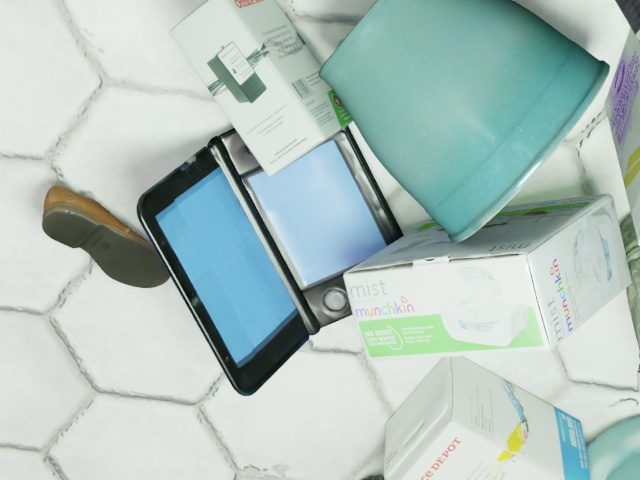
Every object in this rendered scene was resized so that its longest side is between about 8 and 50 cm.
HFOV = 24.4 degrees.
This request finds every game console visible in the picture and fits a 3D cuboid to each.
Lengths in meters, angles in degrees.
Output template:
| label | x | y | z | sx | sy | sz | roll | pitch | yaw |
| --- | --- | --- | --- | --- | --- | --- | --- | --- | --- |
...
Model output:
| label | x | y | z | sx | sy | sz | roll | pitch | yaw |
| --- | --- | --- | --- | --- | --- | --- | --- | --- | --- |
| game console | -0.044 | 0.003 | 1.846 | 0.250 | 0.173 | 0.293 | -24 | 107 | 13 |

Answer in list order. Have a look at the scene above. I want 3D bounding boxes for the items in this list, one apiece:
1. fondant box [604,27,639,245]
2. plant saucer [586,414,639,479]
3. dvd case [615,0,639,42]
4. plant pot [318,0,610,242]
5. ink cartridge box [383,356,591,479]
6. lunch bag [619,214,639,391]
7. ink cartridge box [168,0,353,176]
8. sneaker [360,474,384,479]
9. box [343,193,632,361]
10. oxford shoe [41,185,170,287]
| label | x | y | z | sx | sy | sz | roll | pitch | yaw |
| --- | --- | --- | --- | --- | --- | --- | --- | --- | --- |
| fondant box | 0.411 | -0.167 | 1.649 | 0.096 | 0.330 | 0.238 | 12 | 123 | -3 |
| plant saucer | 0.488 | 0.401 | 2.082 | 0.317 | 0.044 | 0.318 | 0 | 92 | -8 |
| dvd case | 0.373 | -0.330 | 1.615 | 0.018 | 0.221 | 0.164 | 22 | 122 | -27 |
| plant pot | 0.149 | -0.183 | 1.712 | 0.255 | 0.272 | 0.272 | 41 | 117 | -4 |
| ink cartridge box | 0.227 | 0.303 | 2.055 | 0.232 | 0.168 | 0.171 | 29 | 119 | -14 |
| lunch bag | 0.529 | 0.075 | 1.839 | 0.305 | 0.256 | 0.213 | -15 | 120 | 13 |
| ink cartridge box | -0.065 | -0.194 | 1.736 | 0.087 | 0.153 | 0.208 | -34 | 92 | 22 |
| sneaker | 0.089 | 0.454 | 2.212 | 0.130 | 0.109 | 0.286 | 12 | 132 | -11 |
| box | 0.204 | 0.043 | 1.794 | 0.262 | 0.231 | 0.127 | -7 | 105 | 37 |
| oxford shoe | -0.278 | -0.008 | 1.957 | 0.076 | 0.076 | 0.212 | -35 | 130 | 20 |
